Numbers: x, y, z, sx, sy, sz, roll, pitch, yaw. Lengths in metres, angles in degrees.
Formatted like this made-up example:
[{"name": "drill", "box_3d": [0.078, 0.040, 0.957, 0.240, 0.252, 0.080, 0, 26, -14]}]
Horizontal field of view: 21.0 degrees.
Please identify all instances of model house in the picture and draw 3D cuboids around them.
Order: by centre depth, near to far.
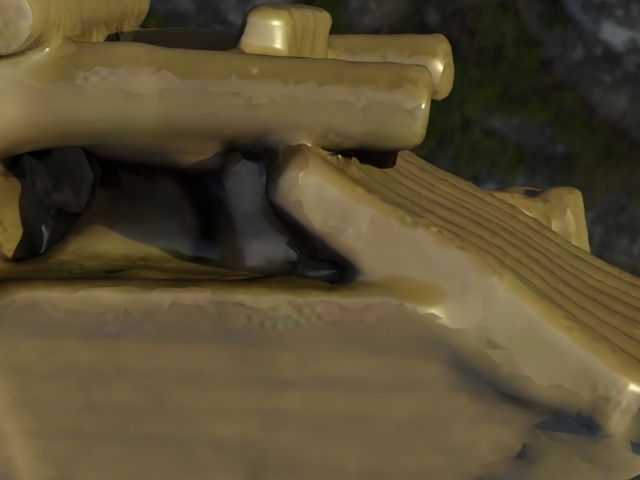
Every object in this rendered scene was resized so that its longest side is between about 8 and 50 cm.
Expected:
[{"name": "model house", "box_3d": [-0.006, 0.006, 0.389, 0.188, 0.122, 0.229, 9, -173, 6]}]
